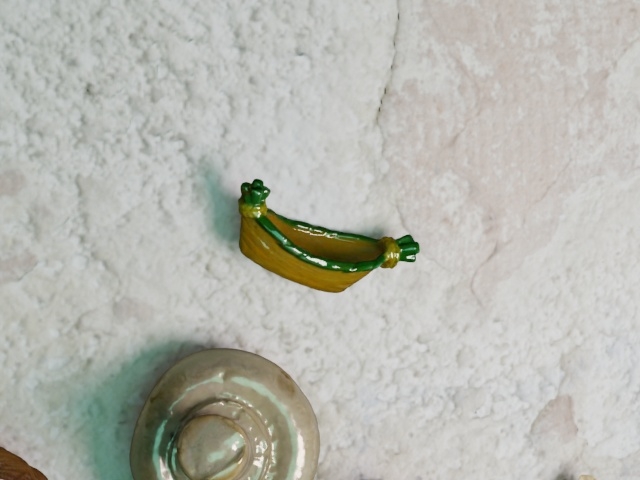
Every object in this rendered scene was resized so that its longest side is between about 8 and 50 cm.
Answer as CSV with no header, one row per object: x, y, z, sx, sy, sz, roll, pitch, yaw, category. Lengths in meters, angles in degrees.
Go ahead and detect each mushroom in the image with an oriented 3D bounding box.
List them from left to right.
-0.092,0.211,1.163,0.206,0.209,0.206,12,64,-25,mushroom

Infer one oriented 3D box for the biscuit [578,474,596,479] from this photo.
0.289,0.459,1.361,0.309,0.040,0.204,-55,146,-32,biscuit

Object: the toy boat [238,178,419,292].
0.000,0.000,1.206,0.229,0.089,0.088,20,114,-30,toy boat

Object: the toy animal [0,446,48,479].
-0.349,0.244,1.076,0.188,0.179,0.089,10,104,-36,toy animal
